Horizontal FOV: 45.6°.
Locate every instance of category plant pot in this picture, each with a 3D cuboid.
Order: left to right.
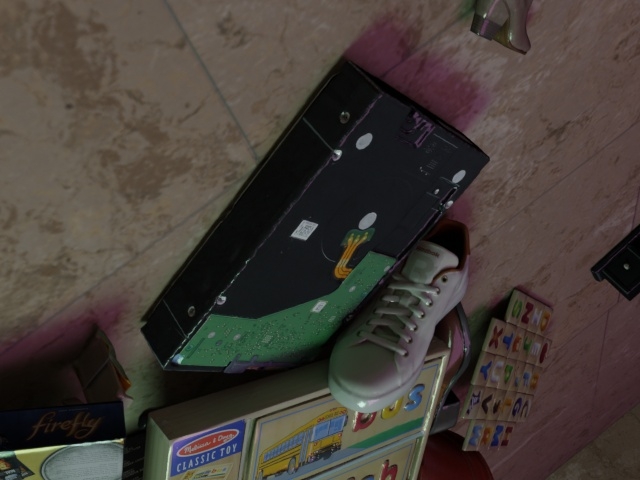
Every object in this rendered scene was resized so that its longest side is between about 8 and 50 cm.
[{"bbox_3d":[0.122,0.410,1.258,0.272,0.272,0.265,-42,141,4],"label":"plant pot"}]

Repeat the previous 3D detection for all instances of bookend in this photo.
[{"bbox_3d":[0.624,0.063,1.425,0.157,0.156,0.072,-43,149,8],"label":"bookend"}]

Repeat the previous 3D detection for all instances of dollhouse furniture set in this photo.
[{"bbox_3d":[-0.215,0.158,0.749,0.058,0.076,0.151,5,137,-47],"label":"dollhouse furniture set"}]

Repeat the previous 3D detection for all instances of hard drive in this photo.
[{"bbox_3d":[0.000,0.000,0.784,0.339,0.064,0.237,-52,146,17],"label":"hard drive"}]

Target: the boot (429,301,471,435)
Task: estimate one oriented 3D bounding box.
[{"bbox_3d":[0.061,0.184,1.071,0.280,0.096,0.264,-7,124,-17],"label":"boot"}]

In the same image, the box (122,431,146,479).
[{"bbox_3d":[-0.364,0.409,0.886,0.395,0.097,0.318,-18,144,-31],"label":"box"}]

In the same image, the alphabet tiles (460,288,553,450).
[{"bbox_3d":[0.342,0.241,1.366,0.342,0.011,0.285,23,85,-56],"label":"alphabet tiles"}]

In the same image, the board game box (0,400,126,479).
[{"bbox_3d":[-0.303,0.217,0.683,0.243,0.042,0.165,-1,134,-19],"label":"board game box"}]

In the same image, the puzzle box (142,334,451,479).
[{"bbox_3d":[-0.022,0.273,0.925,0.409,0.052,0.272,-11,121,-37],"label":"puzzle box"}]

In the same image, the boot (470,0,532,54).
[{"bbox_3d":[0.188,-0.228,0.720,0.118,0.042,0.087,-4,126,-53],"label":"boot"}]

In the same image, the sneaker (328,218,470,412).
[{"bbox_3d":[0.095,0.071,0.897,0.290,0.106,0.123,-49,151,-43],"label":"sneaker"}]

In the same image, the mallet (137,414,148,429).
[{"bbox_3d":[-0.134,0.211,0.939,0.190,0.039,0.062,16,118,-49],"label":"mallet"}]
